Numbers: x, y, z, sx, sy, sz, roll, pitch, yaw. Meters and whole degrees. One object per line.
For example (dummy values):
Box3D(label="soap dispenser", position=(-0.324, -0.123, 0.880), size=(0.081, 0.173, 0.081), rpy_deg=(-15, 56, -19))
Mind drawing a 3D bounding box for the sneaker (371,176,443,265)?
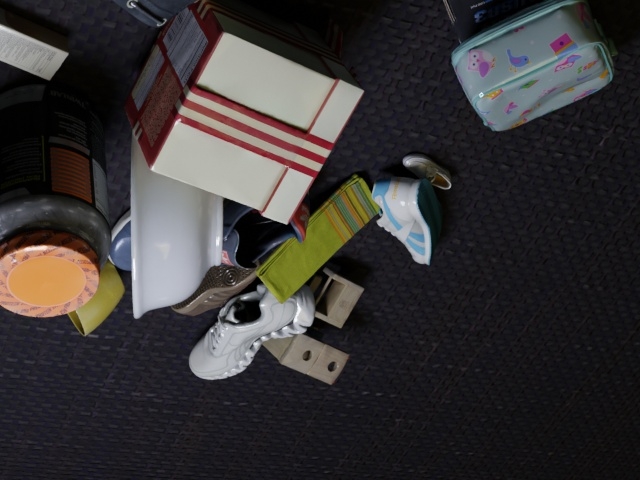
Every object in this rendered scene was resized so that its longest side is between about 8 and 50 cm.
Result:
Box3D(label="sneaker", position=(0.150, -0.038, 2.252), size=(0.092, 0.087, 0.228), rpy_deg=(8, 150, 20))

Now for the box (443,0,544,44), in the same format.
Box3D(label="box", position=(0.286, -0.436, 1.842), size=(0.296, 0.073, 0.293), rpy_deg=(-20, 140, 10))

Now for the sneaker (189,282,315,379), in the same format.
Box3D(label="sneaker", position=(-0.145, 0.152, 2.338), size=(0.118, 0.110, 0.292), rpy_deg=(15, 139, -44))

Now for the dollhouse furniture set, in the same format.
Box3D(label="dollhouse furniture set", position=(-0.006, 0.138, 2.396), size=(0.129, 0.129, 0.183), rpy_deg=(28, 95, -37))

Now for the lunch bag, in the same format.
Box3D(label="lunch bag", position=(0.319, -0.260, 1.951), size=(0.224, 0.107, 0.279), rpy_deg=(-27, 169, 12))

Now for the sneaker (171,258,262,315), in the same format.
Box3D(label="sneaker", position=(-0.172, 0.075, 2.318), size=(0.188, 0.066, 0.071), rpy_deg=(-25, 154, 22))

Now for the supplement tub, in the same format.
Box3D(label="supplement tub", position=(-0.400, -0.057, 1.914), size=(0.194, 0.316, 0.193), rpy_deg=(-6, 138, -6))

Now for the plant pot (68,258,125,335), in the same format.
Box3D(label="plant pot", position=(-0.384, 0.079, 2.225), size=(0.095, 0.134, 0.134), rpy_deg=(-29, 142, -18))

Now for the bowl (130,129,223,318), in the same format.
Box3D(label="bowl", position=(-0.215, -0.032, 1.993), size=(0.134, 0.298, 0.298), rpy_deg=(0, 137, -7))

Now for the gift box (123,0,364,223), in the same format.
Box3D(label="gift box", position=(-0.100, -0.210, 1.878), size=(0.258, 0.276, 0.255), rpy_deg=(21, 116, -27))

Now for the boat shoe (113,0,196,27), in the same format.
Box3D(label="boat shoe", position=(-0.340, -0.405, 1.650), size=(0.500, 0.186, 0.156), rpy_deg=(22, 122, -39))

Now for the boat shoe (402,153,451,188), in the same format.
Box3D(label="boat shoe", position=(0.178, -0.111, 2.203), size=(0.100, 0.035, 0.035), rpy_deg=(26, 126, -36))

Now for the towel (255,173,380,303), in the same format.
Box3D(label="towel", position=(0.000, 0.000, 2.212), size=(0.237, 0.021, 0.102), rpy_deg=(-44, 136, -7))

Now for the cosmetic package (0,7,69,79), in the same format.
Box3D(label="cosmetic package", position=(-0.418, -0.277, 1.873), size=(0.115, 0.041, 0.060), rpy_deg=(22, 127, -33))

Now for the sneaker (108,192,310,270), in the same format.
Box3D(label="sneaker", position=(-0.182, -0.005, 2.149), size=(0.350, 0.148, 0.131), rpy_deg=(-21, 138, 10))
